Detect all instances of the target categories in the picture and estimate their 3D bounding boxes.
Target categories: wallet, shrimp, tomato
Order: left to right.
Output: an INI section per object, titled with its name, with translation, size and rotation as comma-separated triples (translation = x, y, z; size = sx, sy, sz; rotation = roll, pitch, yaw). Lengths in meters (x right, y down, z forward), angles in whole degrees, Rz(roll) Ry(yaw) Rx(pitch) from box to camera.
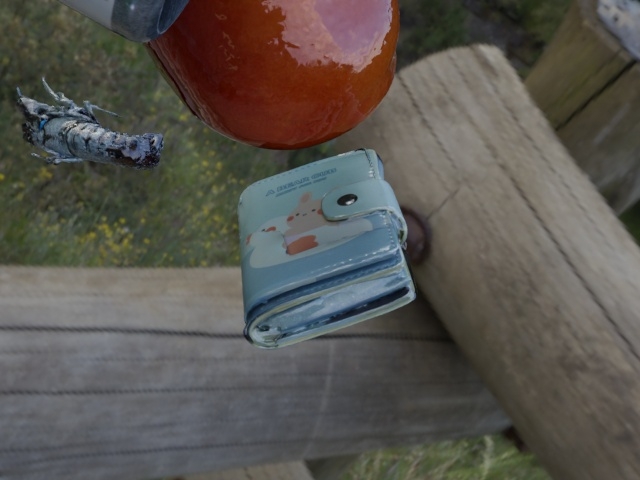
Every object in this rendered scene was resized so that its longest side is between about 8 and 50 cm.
[shrimp]
translation = -0.243, -0.113, 1.035
size = 0.174, 0.082, 0.076
rotation = 16, 10, 20
[tomato]
translation = -0.054, -0.185, 0.820
size = 0.180, 0.260, 0.259
rotation = -32, 66, -7
[wallet]
translation = 0.000, 0.000, 1.058
size = 0.250, 0.176, 0.075
rotation = -101, 170, -60

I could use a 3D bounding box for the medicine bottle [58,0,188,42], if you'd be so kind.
[medicine bottle]
translation = -0.198, -0.245, 0.609
size = 0.293, 0.141, 0.141
rotation = 28, 37, -5
